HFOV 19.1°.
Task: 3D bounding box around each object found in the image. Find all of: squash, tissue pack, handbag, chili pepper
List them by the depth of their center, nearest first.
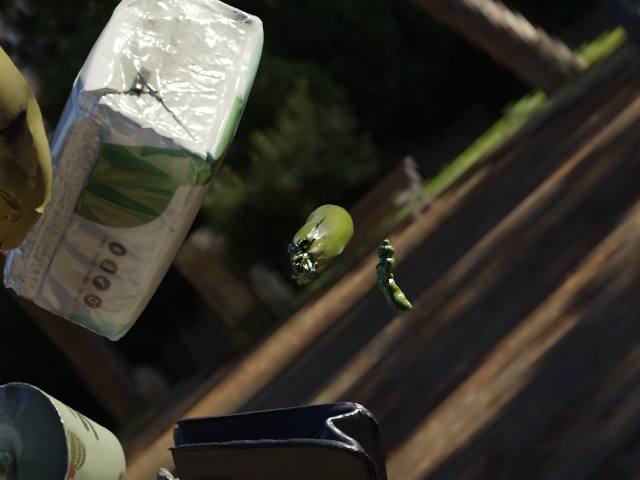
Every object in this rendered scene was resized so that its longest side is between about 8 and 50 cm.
[{"bbox_3d":[0.000,0.000,1.845,0.052,0.052,0.183,-43,1,16],"label":"squash"},{"bbox_3d":[0.073,0.039,2.007,0.027,0.083,0.022,-10,12,35],"label":"chili pepper"},{"bbox_3d":[-0.051,0.335,2.129,0.269,0.326,0.118,-3,27,8],"label":"handbag"},{"bbox_3d":[-0.220,-0.099,2.248,0.266,0.194,0.356,-72,9,-45],"label":"tissue pack"}]

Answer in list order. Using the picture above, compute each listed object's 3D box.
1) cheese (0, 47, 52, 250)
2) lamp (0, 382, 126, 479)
[{"bbox_3d":[-0.271,-0.116,1.187,0.128,0.259,0.316,-34,-8,-4],"label":"cheese"},{"bbox_3d":[-0.241,0.160,1.385,0.121,0.121,0.214,-43,-35,20],"label":"lamp"}]
